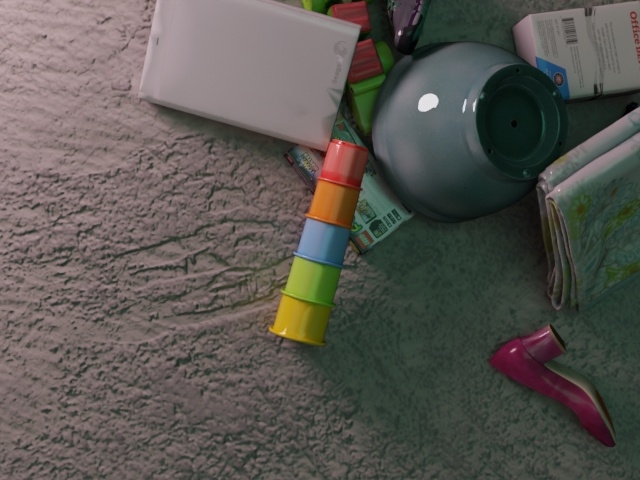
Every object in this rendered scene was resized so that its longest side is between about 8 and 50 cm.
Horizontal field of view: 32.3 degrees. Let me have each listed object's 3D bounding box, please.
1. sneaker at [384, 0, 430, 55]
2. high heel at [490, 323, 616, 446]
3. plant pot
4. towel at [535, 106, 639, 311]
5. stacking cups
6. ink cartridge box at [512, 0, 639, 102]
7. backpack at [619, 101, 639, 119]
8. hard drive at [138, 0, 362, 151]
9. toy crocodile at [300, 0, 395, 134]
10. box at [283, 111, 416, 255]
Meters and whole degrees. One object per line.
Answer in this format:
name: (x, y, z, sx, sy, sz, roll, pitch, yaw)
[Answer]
sneaker: (0.123, -0.376, 1.764, 0.098, 0.083, 0.223, 17, 44, 2)
high heel: (0.387, 0.258, 1.814, 0.117, 0.082, 0.244, -31, 106, 17)
plant pot: (0.255, -0.175, 1.706, 0.293, 0.196, 0.293, 0, 89, -28)
towel: (0.509, -0.071, 1.738, 0.374, 0.320, 0.090, -32, 51, -10)
stacking cups: (0.000, 0.000, 1.722, 0.096, 0.096, 0.316, 13, 90, -9)
ink cartridge box: (0.439, -0.308, 1.842, 0.203, 0.086, 0.148, -8, 87, -11)
backpack: (0.551, -0.163, 1.848, 0.114, 0.105, 0.084, 33, 104, -9)
hard drive: (-0.111, -0.273, 1.700, 0.308, 0.040, 0.203, 16, 114, 0)
toy crocodile: (0.046, -0.337, 1.764, 0.115, 0.105, 0.340, -15, 90, -11)
box: (0.047, -0.091, 1.783, 0.114, 0.036, 0.207, -37, 93, -10)
